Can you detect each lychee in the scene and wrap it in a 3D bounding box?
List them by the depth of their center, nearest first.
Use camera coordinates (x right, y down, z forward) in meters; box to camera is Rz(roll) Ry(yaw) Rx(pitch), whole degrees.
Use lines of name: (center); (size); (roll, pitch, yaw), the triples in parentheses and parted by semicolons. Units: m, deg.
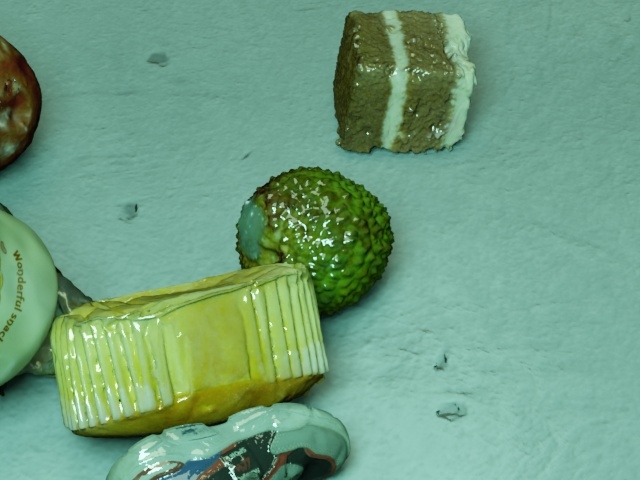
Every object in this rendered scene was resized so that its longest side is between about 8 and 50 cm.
lychee: (0.000, 0.000, 1.556); (0.171, 0.171, 0.171); (1, 42, -1)

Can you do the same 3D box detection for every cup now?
cup: (-0.376, 0.057, 1.324); (0.255, 0.202, 0.173); (-40, 60, 7)

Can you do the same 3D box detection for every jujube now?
jujube: (-0.437, -0.157, 1.697); (0.290, 0.197, 0.197); (12, 41, 33)

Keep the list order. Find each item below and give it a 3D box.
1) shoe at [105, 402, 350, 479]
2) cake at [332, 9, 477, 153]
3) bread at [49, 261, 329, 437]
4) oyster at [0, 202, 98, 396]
shoe: (-0.066, 0.221, 1.347); (0.228, 0.099, 0.125); (-9, 54, -23)
cake: (0.095, -0.181, 1.776); (0.147, 0.134, 0.135); (4, 42, -11)
bread: (-0.120, 0.104, 1.416); (0.250, 0.133, 0.179); (-13, 2, -28)
oyster: (-0.344, 0.032, 1.513); (0.337, 0.133, 0.198); (36, 20, 10)
